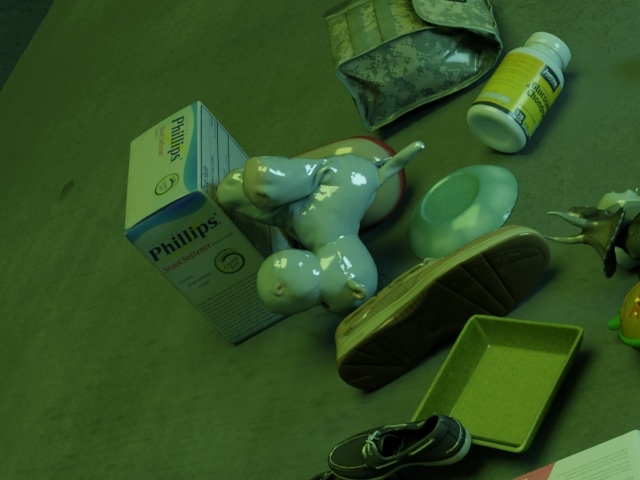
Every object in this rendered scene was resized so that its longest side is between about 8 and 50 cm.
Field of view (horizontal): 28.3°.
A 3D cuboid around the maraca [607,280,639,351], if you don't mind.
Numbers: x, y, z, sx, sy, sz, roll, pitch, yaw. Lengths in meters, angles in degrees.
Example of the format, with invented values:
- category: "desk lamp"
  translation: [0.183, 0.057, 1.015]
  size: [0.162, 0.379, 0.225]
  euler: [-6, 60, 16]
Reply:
- category: "maraca"
  translation: [0.407, 0.084, 1.506]
  size: [0.127, 0.099, 0.186]
  euler: [-30, 8, -3]

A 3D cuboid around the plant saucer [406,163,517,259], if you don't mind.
- category: "plant saucer"
  translation: [0.206, -0.054, 1.931]
  size: [0.195, 0.037, 0.195]
  euler: [-27, 36, 21]

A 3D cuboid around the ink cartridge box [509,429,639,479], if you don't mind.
- category: "ink cartridge box"
  translation: [0.277, 0.362, 1.283]
  size: [0.207, 0.117, 0.283]
  euler: [-26, 35, 21]

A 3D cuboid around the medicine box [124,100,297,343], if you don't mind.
- category: "medicine box"
  translation: [-0.171, -0.030, 2.056]
  size: [0.149, 0.289, 0.263]
  euler: [-30, 34, 16]

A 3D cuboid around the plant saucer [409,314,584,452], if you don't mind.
- category: "plant saucer"
  translation: [0.230, 0.188, 1.607]
  size: [0.188, 0.045, 0.188]
  euler: [4, 53, 48]

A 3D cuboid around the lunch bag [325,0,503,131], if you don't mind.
- category: "lunch bag"
  translation: [0.169, -0.353, 2.211]
  size: [0.287, 0.169, 0.235]
  euler: [-24, 32, 12]

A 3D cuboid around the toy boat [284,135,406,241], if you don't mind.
- category: "toy boat"
  translation: [0.039, -0.093, 2.084]
  size: [0.231, 0.151, 0.151]
  euler: [-16, 11, 34]

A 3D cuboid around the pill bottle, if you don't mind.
- category: "pill bottle"
  translation: [0.313, -0.234, 1.970]
  size: [0.103, 0.103, 0.184]
  euler: [9, 57, 50]

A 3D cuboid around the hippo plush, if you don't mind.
- category: "hippo plush"
  translation: [0.000, 0.000, 1.892]
  size: [0.294, 0.236, 0.234]
  euler: [-5, -7, -10]

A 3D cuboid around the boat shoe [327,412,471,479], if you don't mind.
- category: "boat shoe"
  translation: [0.086, 0.251, 1.583]
  size: [0.206, 0.065, 0.075]
  euler: [-16, 46, 34]

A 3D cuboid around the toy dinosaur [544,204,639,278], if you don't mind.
- category: "toy dinosaur"
  translation: [0.422, -0.014, 1.463]
  size: [0.160, 0.121, 0.313]
  euler: [-21, 4, -29]

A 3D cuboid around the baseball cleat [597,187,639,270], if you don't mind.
- category: "baseball cleat"
  translation: [0.436, -0.007, 1.623]
  size: [0.206, 0.072, 0.109]
  euler: [11, 75, 54]

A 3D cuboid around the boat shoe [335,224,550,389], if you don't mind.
- category: "boat shoe"
  translation: [0.156, 0.071, 1.753]
  size: [0.341, 0.121, 0.110]
  euler: [-33, 34, 15]

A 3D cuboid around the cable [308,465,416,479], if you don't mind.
- category: "cable"
  translation: [0.037, 0.351, 1.623]
  size: [0.184, 0.047, 0.150]
  euler: [-11, 48, 32]
